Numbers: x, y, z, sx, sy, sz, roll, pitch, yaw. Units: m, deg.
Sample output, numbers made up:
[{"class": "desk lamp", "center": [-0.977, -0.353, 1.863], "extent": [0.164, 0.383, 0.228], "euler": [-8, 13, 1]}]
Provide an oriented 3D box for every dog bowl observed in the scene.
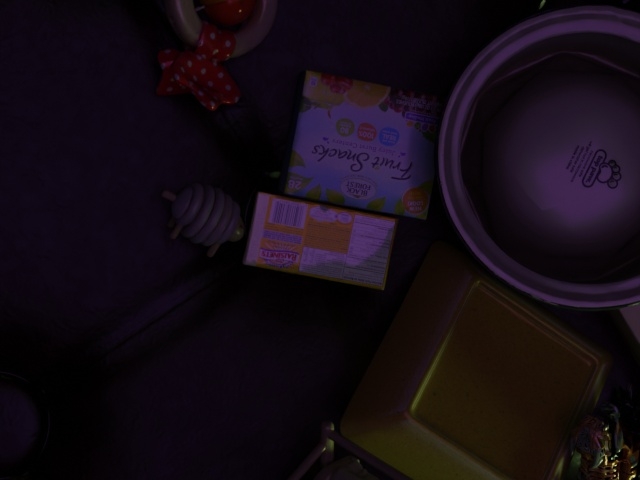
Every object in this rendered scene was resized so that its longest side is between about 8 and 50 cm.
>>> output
[{"class": "dog bowl", "center": [0.354, -0.108, 1.656], "extent": [0.408, 0.150, 0.408], "euler": [0, 88, 1]}]

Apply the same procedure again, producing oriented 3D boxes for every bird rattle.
[{"class": "bird rattle", "center": [-0.143, -0.308, 1.600], "extent": [0.207, 0.143, 0.253], "euler": [-30, 102, -24]}]

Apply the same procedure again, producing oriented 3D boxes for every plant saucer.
[{"class": "plant saucer", "center": [0.241, 0.207, 1.668], "extent": [0.333, 0.081, 0.333], "euler": [34, 68, -10]}]

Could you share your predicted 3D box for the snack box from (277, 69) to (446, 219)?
[{"class": "snack box", "center": [0.059, -0.131, 1.672], "extent": [0.207, 0.070, 0.174], "euler": [11, 93, -10]}]

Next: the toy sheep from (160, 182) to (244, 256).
[{"class": "toy sheep", "center": [-0.159, -0.034, 1.630], "extent": [0.132, 0.091, 0.091], "euler": [26, 88, -30]}]

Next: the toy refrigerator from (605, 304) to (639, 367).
[{"class": "toy refrigerator", "center": [0.513, 0.150, 1.766], "extent": [0.102, 0.094, 0.269], "euler": [-34, 97, -2]}]

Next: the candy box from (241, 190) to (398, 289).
[{"class": "candy box", "center": [0.000, 0.000, 1.689], "extent": [0.206, 0.027, 0.105], "euler": [11, 97, -11]}]

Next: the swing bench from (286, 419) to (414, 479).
[{"class": "swing bench", "center": [0.072, 0.414, 1.577], "extent": [0.165, 0.253, 0.254], "euler": [-45, 143, -25]}]

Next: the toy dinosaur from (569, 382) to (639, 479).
[{"class": "toy dinosaur", "center": [0.429, 0.330, 1.716], "extent": [0.164, 0.322, 0.218], "euler": [37, 66, 25]}]
